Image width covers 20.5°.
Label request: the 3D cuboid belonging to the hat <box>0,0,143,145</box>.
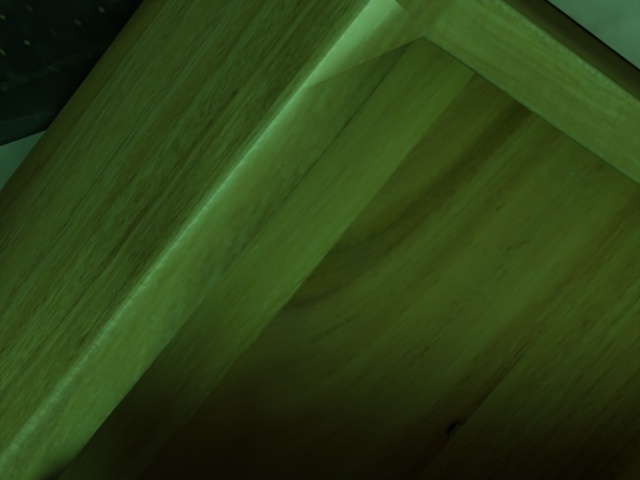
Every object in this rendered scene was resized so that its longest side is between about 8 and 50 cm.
[{"bbox_3d":[-0.130,-0.173,0.410,0.331,0.134,0.331,0,92,-5],"label":"hat"}]

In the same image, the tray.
[{"bbox_3d":[-0.052,0.124,0.430,0.203,0.076,0.411,29,108,-36],"label":"tray"}]
